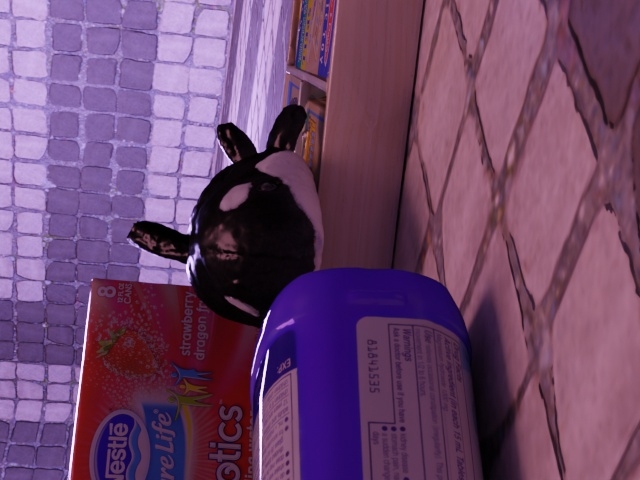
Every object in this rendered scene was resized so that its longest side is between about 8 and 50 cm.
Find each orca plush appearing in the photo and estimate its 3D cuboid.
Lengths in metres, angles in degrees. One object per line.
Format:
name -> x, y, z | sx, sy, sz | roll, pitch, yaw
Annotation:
orca plush -> -0.066, -0.022, 0.755 | 0.287, 0.102, 0.151 | -103, 19, -65

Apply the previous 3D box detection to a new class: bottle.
bottle -> 0.019, 0.147, 0.447 | 0.118, 0.092, 0.282 | 99, 172, -49

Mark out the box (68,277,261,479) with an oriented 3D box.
box -> -0.103, 0.166, 0.816 | 0.122, 0.128, 0.256 | 109, 164, -61

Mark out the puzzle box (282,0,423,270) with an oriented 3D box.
puzzle box -> 0.000, 0.000, 0.833 | 0.272, 0.052, 0.408 | -127, 43, -77
